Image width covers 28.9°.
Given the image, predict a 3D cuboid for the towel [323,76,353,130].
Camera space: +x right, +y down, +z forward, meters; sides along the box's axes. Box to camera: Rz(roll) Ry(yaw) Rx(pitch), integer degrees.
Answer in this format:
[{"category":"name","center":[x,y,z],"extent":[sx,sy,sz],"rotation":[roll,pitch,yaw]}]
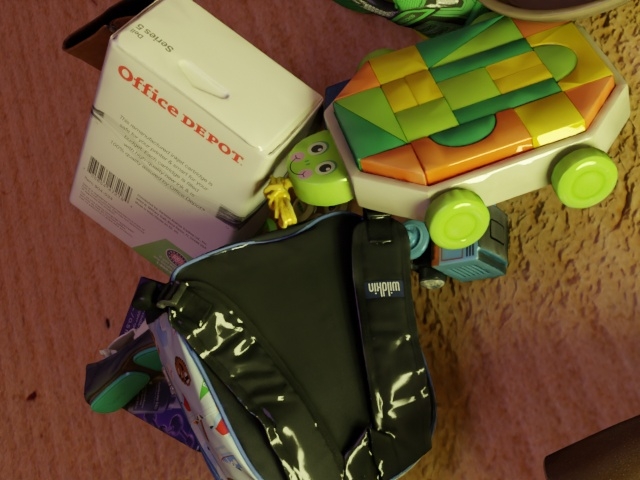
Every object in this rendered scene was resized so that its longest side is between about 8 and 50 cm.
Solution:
[{"category":"towel","center":[0.056,-0.154,1.393],"extent":[0.119,0.029,0.067],"rotation":[-8,70,42]}]

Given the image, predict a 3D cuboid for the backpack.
[{"category":"backpack","center":[-0.025,0.132,1.200],"extent":[0.263,0.276,0.213],"rotation":[65,157,13]}]

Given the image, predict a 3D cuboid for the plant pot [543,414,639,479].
[{"category":"plant pot","center":[0.320,0.190,0.907],"extent":[0.230,0.215,0.215],"rotation":[-35,52,13]}]

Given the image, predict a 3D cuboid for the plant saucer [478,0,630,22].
[{"category":"plant saucer","center":[0.259,-0.324,1.208],"extent":[0.277,0.041,0.278],"rotation":[-15,58,26]}]

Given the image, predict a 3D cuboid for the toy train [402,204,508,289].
[{"category":"toy train","center":[0.133,-0.043,1.247],"extent":[0.105,0.080,0.184],"rotation":[-10,67,33]}]

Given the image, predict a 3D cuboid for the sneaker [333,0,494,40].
[{"category":"sneaker","center":[0.058,-0.321,1.368],"extent":[0.343,0.146,0.134],"rotation":[36,101,46]}]

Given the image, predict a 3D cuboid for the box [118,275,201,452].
[{"category":"box","center":[-0.135,0.145,1.415],"extent":[0.207,0.108,0.153],"rotation":[17,87,47]}]

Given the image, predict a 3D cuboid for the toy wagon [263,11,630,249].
[{"category":"toy wagon","center":[0.108,-0.103,1.166],"extent":[0.344,0.068,0.267],"rotation":[-18,41,-2]}]

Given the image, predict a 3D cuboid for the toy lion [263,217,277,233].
[{"category":"toy lion","center":[-0.069,0.019,1.443],"extent":[0.096,0.034,0.100],"rotation":[-7,75,46]}]

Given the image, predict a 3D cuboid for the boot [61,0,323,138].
[{"category":"boot","center":[-0.180,-0.154,1.438],"extent":[0.264,0.280,0.096],"rotation":[-18,57,40]}]

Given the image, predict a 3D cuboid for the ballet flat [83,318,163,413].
[{"category":"ballet flat","center":[-0.190,0.120,1.351],"extent":[0.203,0.074,0.074],"rotation":[-34,54,34]}]

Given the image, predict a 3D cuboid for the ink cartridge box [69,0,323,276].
[{"category":"ink cartridge box","center":[-0.138,-0.094,1.306],"extent":[0.198,0.115,0.273],"rotation":[37,141,6]}]

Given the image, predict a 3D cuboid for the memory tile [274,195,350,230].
[{"category":"memory tile","center":[0.000,0.000,1.404],"extent":[0.113,0.012,0.148],"rotation":[-46,48,23]}]
